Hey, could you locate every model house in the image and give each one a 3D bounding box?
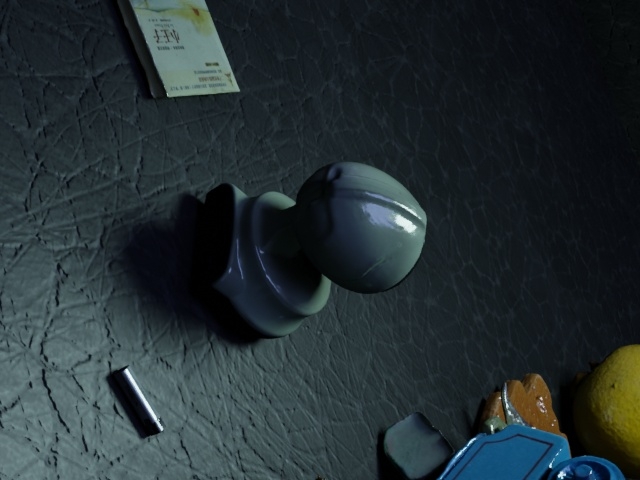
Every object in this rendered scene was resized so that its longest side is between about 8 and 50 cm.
[{"bbox_3d":[0.148,0.326,1.740,0.101,0.087,0.100,50,-12,39],"label":"model house"}]

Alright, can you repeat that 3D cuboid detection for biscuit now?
[{"bbox_3d":[0.360,0.360,2.093,0.306,0.043,0.284,23,54,-48],"label":"biscuit"}]

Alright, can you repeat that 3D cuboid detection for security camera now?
[{"bbox_3d":[0.000,0.000,1.504,0.191,0.277,0.197,39,39,-39],"label":"security camera"}]

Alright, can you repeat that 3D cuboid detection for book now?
[{"bbox_3d":[-0.219,-0.333,1.628,0.201,0.026,0.289,-20,87,-62],"label":"book"}]

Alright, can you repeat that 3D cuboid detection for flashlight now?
[{"bbox_3d":[-0.201,0.179,1.311,0.083,0.018,0.018,61,30,-10],"label":"flashlight"}]

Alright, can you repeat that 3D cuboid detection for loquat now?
[{"bbox_3d":[0.627,0.342,2.351,0.275,0.275,0.275,38,41,-42],"label":"loquat"}]

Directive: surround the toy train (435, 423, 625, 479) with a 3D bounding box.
[{"bbox_3d":[0.267,0.410,1.607,0.300,0.265,0.188,-40,128,-38],"label":"toy train"}]

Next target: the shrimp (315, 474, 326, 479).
[{"bbox_3d":[0.003,0.365,1.521,0.083,0.023,0.114,-5,79,-57],"label":"shrimp"}]

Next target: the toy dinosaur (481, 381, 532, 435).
[{"bbox_3d":[0.318,0.391,1.935,0.162,0.077,0.294,-14,99,-44],"label":"toy dinosaur"}]
